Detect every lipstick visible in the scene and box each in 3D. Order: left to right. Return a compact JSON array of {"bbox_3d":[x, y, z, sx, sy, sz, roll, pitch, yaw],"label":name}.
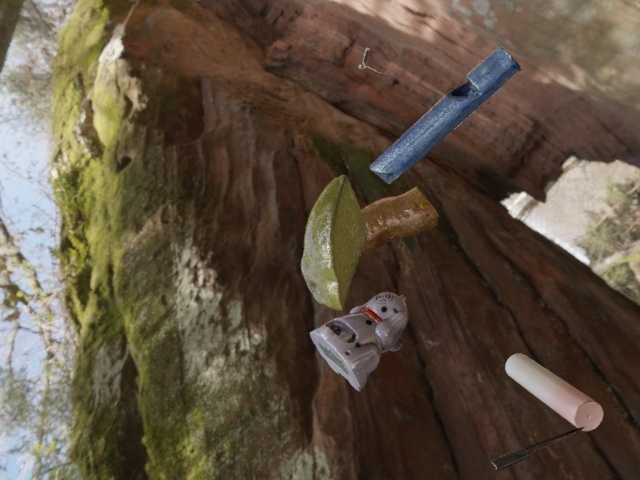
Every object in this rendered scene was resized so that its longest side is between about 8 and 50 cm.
[{"bbox_3d":[0.674,0.436,1.398,0.087,0.087,0.327,32,-178,-13],"label":"lipstick"}]

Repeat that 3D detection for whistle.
[{"bbox_3d":[0.219,-0.216,0.862,0.062,0.304,0.062,38,-154,-22],"label":"whistle"}]

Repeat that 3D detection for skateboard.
[{"bbox_3d":[0.153,-0.505,1.350,0.032,0.063,0.083,-23,-127,-41],"label":"skateboard"}]

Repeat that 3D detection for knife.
[{"bbox_3d":[0.511,0.483,1.116,0.028,0.231,0.060,65,-169,19],"label":"knife"}]

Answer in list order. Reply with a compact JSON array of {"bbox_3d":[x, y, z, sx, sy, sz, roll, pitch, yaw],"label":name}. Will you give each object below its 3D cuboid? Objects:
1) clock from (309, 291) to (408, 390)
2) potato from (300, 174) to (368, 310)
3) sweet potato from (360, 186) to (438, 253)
[{"bbox_3d":[0.125,0.230,1.208,0.189,0.254,0.188,44,154,28],"label":"clock"},{"bbox_3d":[0.000,0.000,0.639,0.120,0.081,0.149,63,-142,-43],"label":"potato"},{"bbox_3d":[0.151,-0.041,1.310,0.131,0.337,0.131,59,-162,-33],"label":"sweet potato"}]
